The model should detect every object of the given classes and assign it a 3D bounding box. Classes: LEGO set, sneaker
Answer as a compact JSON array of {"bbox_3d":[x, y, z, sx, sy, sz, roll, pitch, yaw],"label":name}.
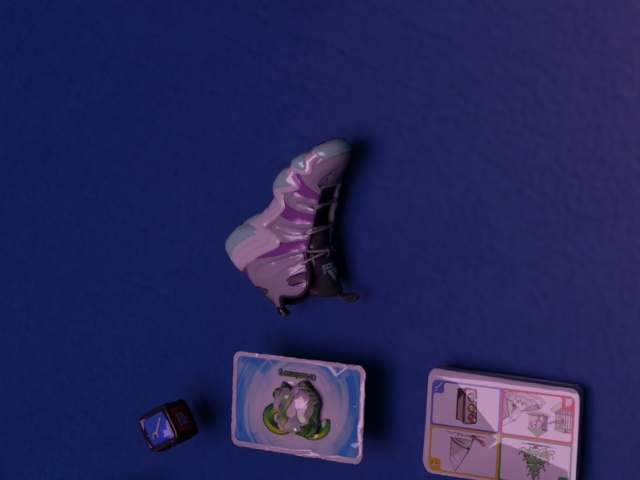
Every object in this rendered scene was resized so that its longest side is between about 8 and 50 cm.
[{"bbox_3d":[0.017,0.147,0.742,0.244,0.060,0.183,4,95,28],"label":"LEGO set"},{"bbox_3d":[0.000,0.000,0.723,0.069,0.038,0.098,53,132,15],"label":"sneaker"}]
